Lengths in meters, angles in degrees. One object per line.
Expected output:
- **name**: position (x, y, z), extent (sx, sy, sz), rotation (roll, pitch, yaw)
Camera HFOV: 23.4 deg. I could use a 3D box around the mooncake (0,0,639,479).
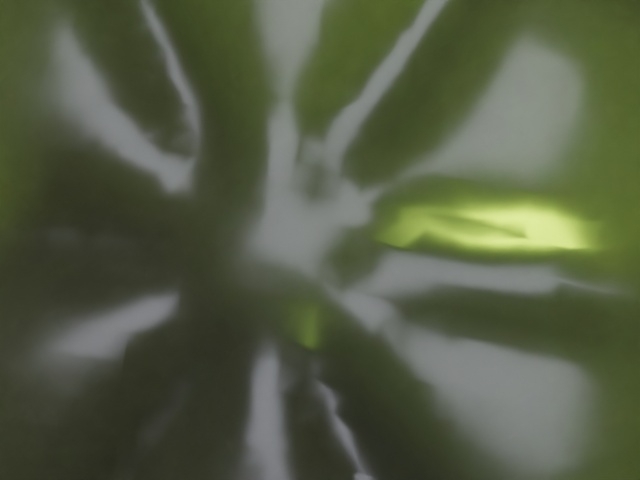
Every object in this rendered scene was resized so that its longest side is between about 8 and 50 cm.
- **mooncake**: position (0.000, 0.000, 0.456), extent (0.275, 0.135, 0.274), rotation (0, 88, 15)
